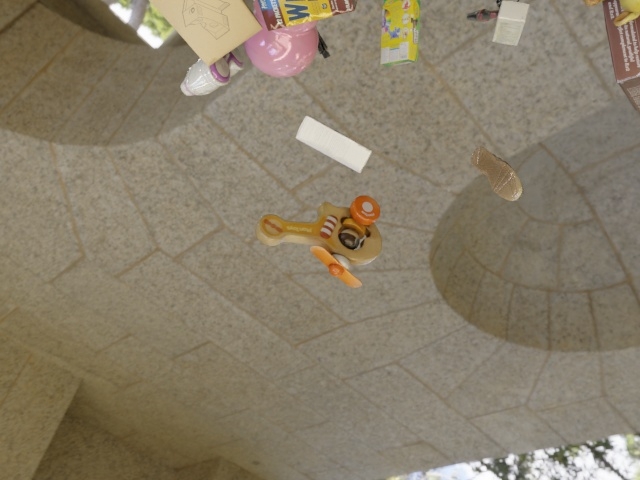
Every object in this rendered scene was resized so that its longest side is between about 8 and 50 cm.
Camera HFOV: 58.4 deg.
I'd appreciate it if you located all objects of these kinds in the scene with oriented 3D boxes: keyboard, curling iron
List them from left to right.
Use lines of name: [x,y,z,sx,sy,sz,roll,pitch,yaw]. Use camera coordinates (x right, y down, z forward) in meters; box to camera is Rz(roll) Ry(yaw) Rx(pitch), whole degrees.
keyboard: [-0.050,-0.699,1.791,0.317,0.033,0.201,51,-169,-46]
curling iron: [0.415,-0.563,1.409,0.035,0.068,0.274,44,-175,-13]

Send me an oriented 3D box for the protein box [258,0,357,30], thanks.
protein box: [-0.024,-0.576,1.240,0.201,0.200,0.136,-76,-26,-47]

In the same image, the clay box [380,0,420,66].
clay box: [0.262,-0.693,1.875,0.053,0.127,0.222,-1,-84,-42]

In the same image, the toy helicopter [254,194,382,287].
toy helicopter: [0.000,0.000,1.530,0.355,0.140,0.235,5,-118,-20]

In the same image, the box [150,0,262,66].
box: [-0.254,-0.511,1.283,0.201,0.164,0.021,46,-160,-42]

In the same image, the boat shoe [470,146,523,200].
boat shoe: [0.657,-0.242,2.083,0.092,0.103,0.285,11,-148,-33]

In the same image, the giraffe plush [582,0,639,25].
giraffe plush: [0.602,-0.511,1.117,0.210,0.181,0.170,10,-131,-15]

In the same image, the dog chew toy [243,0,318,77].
dog chew toy: [-0.088,-0.599,1.500,0.207,0.332,0.206,9,-131,-10]

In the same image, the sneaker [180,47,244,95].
sneaker: [-0.319,-0.505,1.664,0.114,0.152,0.305,58,-157,-22]

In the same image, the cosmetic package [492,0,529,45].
cosmetic package: [0.413,-0.472,1.247,0.115,0.060,0.041,33,-108,-79]

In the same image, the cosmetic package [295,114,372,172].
cosmetic package: [0.044,-0.301,1.789,0.231,0.085,0.117,27,-169,0]

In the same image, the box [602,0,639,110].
box: [0.770,-0.436,1.334,0.381,0.143,0.191,-1,-98,-57]
